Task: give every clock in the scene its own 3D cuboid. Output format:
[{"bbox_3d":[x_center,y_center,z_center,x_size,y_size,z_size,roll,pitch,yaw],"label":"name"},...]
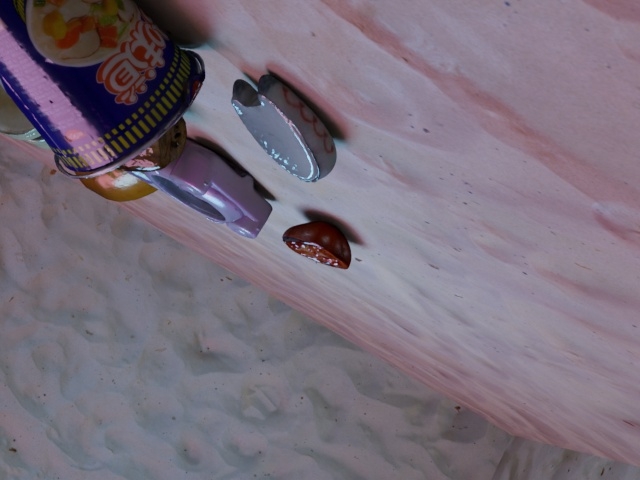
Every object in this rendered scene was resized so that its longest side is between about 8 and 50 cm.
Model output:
[{"bbox_3d":[-0.295,-0.142,1.830,0.322,0.113,0.295,21,166,39],"label":"clock"}]

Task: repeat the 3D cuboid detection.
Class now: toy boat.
[{"bbox_3d":[-0.047,-0.183,1.217,0.134,0.079,0.207,1,139,52],"label":"toy boat"}]

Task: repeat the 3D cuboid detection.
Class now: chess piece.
[{"bbox_3d":[-0.749,-0.329,2.020,0.182,0.182,0.330,30,174,-1],"label":"chess piece"}]

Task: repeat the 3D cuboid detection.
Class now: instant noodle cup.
[{"bbox_3d":[-0.367,-0.292,1.095,0.284,0.284,0.312,18,155,44],"label":"instant noodle cup"}]

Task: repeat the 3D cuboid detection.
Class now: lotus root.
[{"bbox_3d":[-0.402,-0.250,1.536,0.291,0.193,0.193,23,167,18],"label":"lotus root"}]

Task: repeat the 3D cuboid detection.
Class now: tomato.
[{"bbox_3d":[-0.008,-0.004,1.790,0.174,0.082,0.166,16,166,35],"label":"tomato"}]

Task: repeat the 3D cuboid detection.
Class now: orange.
[{"bbox_3d":[-0.556,-0.230,2.139,0.310,0.274,0.274,-11,150,22],"label":"orange"}]

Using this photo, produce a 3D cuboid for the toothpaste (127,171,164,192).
[{"bbox_3d":[-0.412,-0.174,2.031,0.299,0.114,0.073,36,-161,-43],"label":"toothpaste"}]
